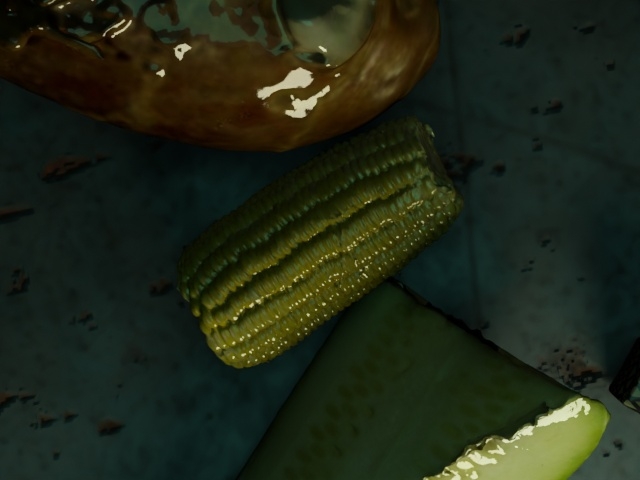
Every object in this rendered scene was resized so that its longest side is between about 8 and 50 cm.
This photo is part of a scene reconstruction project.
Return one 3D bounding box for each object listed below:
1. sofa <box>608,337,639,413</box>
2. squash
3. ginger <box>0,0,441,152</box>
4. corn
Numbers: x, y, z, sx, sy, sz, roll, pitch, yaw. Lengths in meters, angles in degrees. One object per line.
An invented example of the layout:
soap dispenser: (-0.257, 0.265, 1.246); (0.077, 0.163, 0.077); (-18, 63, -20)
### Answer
sofa: (0.223, 0.099, 0.964); (0.118, 0.060, 0.039); (29, 95, -1)
squash: (0.034, 0.164, 0.937); (0.093, 0.169, 0.252); (35, 87, -43)
ginger: (-0.131, -0.163, 0.884); (0.418, 0.254, 0.176); (22, 91, -5)
corn: (0.000, 0.000, 0.951); (0.165, 0.063, 0.085); (-32, 57, 13)
